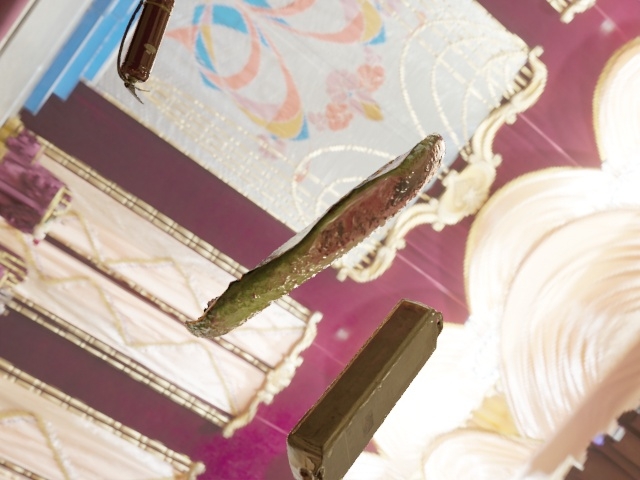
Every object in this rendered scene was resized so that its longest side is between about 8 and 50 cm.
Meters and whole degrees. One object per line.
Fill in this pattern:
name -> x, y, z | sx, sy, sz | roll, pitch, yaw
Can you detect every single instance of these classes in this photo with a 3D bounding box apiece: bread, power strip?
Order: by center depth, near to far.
bread -> 0.000, 0.000, 0.540 | 0.228, 0.033, 0.228 | -38, -179, 1
power strip -> 0.054, 0.163, 0.837 | 0.052, 0.078, 0.272 | 19, -135, 29

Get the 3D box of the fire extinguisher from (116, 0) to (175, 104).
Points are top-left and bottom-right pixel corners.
fire extinguisher -> -0.249, -0.277, 1.068 | 0.043, 0.064, 0.158 | 0, -112, 43
